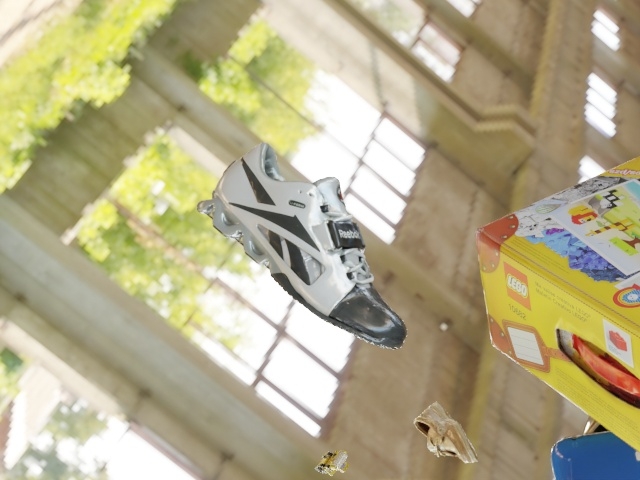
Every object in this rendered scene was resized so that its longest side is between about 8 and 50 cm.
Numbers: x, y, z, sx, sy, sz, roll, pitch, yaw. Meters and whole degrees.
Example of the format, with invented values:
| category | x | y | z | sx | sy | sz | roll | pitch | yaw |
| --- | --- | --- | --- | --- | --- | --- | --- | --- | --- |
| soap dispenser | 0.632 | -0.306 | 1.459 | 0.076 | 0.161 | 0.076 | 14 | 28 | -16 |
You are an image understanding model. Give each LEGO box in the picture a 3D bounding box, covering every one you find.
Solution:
| category | x | y | z | sx | sy | sz | roll | pitch | yaw |
| --- | --- | --- | --- | --- | --- | --- | --- | --- | --- |
| LEGO box | 0.486 | 0.083 | 1.596 | 0.372 | 0.193 | 0.500 | -23 | -150 | -20 |

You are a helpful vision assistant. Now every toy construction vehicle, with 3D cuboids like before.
| category | x | y | z | sx | sy | sz | roll | pitch | yaw |
| --- | --- | --- | --- | --- | --- | --- | --- | --- | --- |
| toy construction vehicle | 0.011 | 0.322 | 1.768 | 0.086 | 0.035 | 0.098 | -55 | -175 | -26 |

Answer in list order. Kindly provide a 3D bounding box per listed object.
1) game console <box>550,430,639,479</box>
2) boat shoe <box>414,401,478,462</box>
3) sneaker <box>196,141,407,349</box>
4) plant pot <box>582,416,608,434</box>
| category | x | y | z | sx | sy | sz | roll | pitch | yaw |
| --- | --- | --- | --- | --- | --- | --- | --- | --- | --- |
| game console | 0.477 | 0.349 | 1.731 | 0.293 | 0.250 | 0.173 | -12 | 179 | 19 |
| boat shoe | 0.195 | 0.314 | 2.082 | 0.059 | 0.063 | 0.170 | -30 | -160 | -6 |
| sneaker | 0.000 | 0.000 | 1.675 | 0.146 | 0.330 | 0.122 | -52 | 164 | 9 |
| plant pot | 0.477 | 0.281 | 1.893 | 0.237 | 0.237 | 0.254 | -48 | -174 | 18 |
